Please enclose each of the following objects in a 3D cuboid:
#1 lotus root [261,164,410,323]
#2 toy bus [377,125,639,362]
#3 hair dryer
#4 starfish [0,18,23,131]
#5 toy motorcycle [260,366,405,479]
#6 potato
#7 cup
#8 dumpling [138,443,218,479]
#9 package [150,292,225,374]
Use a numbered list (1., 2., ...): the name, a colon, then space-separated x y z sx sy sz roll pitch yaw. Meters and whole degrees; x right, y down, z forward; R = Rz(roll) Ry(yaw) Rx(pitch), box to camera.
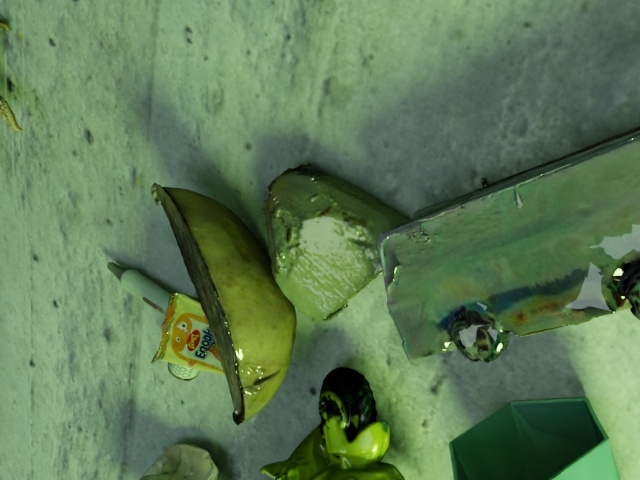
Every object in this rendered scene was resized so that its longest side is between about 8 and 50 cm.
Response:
1. lotus root: -0.003 0.002 0.789 0.144 0.070 0.143 44 129 11
2. toy bus: 0.186 0.002 0.635 0.317 0.112 0.138 -21 94 39
3. hair dryer: -0.189 0.056 0.968 0.183 0.044 0.155 40 126 17
4. starfish: -0.437 -0.182 1.023 0.213 0.057 0.238 18 116 37
5. toy motorcycle: 0.008 0.306 0.881 0.342 0.142 0.206 -63 33 37
6. potato: -0.072 0.046 0.824 0.120 0.100 0.261 -21 88 67
7. cup: 0.221 0.272 0.726 0.148 0.134 0.235 -15 106 42
8. dumpling: -0.193 0.344 1.061 0.136 0.118 0.199 30 99 38
9. package: -0.117 0.106 0.906 0.121 0.031 0.108 11 126 -14
